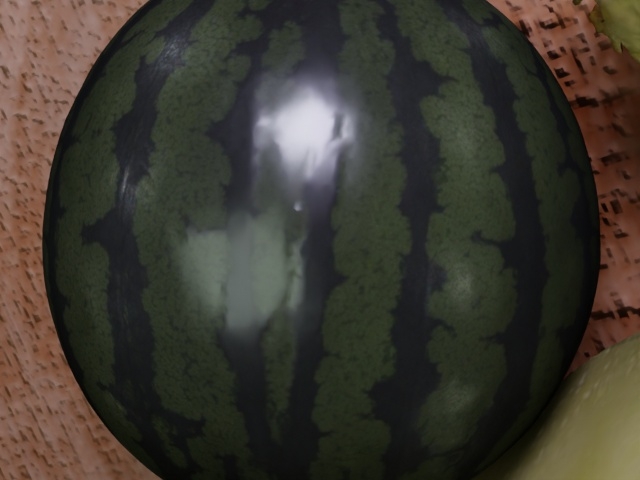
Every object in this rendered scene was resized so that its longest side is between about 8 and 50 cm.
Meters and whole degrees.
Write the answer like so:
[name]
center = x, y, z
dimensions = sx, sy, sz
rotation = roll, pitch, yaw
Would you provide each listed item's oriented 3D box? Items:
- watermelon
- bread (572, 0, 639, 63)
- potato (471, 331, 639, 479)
[watermelon]
center = 0.000, 0.000, 0.633
dimensions = 0.212, 0.212, 0.212
rotation = 11, 112, 27
[bread]
center = 0.172, -0.148, 0.505
dimensions = 0.160, 0.147, 0.260
rotation = 24, 153, 13
[potato]
center = 0.167, 0.143, 0.591
dimensions = 0.242, 0.242, 0.285
rotation = 49, 120, 7
